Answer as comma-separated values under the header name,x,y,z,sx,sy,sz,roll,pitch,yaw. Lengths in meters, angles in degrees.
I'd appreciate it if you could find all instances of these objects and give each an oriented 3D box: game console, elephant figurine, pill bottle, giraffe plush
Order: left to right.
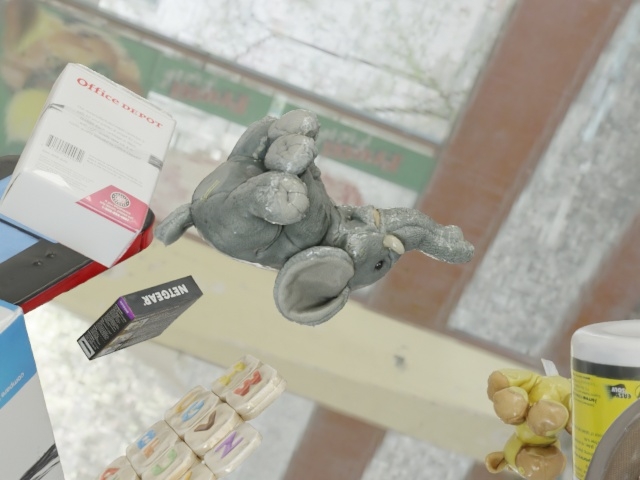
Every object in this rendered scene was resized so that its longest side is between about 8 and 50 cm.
name,x,y,z,sx,sy,sz,roll,pitch,yaw
game console,-0.493,-0.019,2.008,0.342,0.386,0.060,-30,-49,-44
elephant figurine,0.000,0.000,1.269,0.186,0.239,0.169,-2,50,49
giraffe plush,0.333,0.297,1.955,0.210,0.181,0.170,-38,-39,-69
pill bottle,0.389,0.268,1.475,0.188,0.188,0.334,-105,13,-85

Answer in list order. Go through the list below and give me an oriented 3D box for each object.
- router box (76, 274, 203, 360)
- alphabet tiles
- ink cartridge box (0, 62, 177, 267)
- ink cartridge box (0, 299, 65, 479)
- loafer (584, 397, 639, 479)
name,x,y,z,sx,sy,sz,roll,pitch,yaw
router box,-0.291,0.124,2.053,0.133,0.046,0.179,-41,-13,31
alphabet tiles,-0.157,0.223,1.269,0.284,0.021,0.278,-42,14,-10
ink cartridge box,-0.282,-0.096,1.551,0.092,0.158,0.218,-47,22,40
ink cartridge box,-0.468,0.228,1.476,0.166,0.285,0.395,-50,-32,-42
loafer,0.345,0.159,1.019,0.366,0.134,0.130,-41,19,-29
